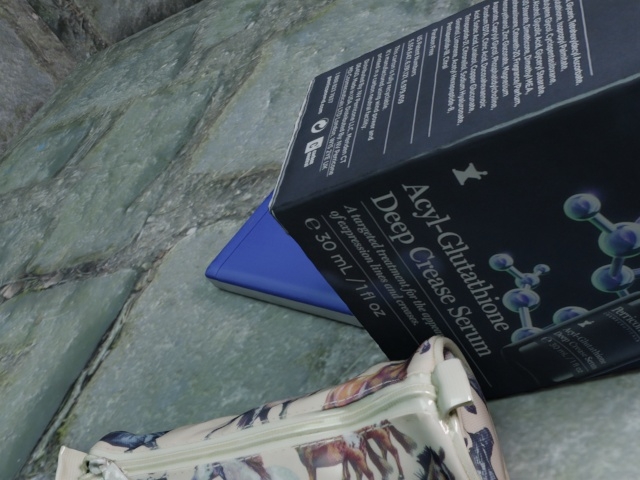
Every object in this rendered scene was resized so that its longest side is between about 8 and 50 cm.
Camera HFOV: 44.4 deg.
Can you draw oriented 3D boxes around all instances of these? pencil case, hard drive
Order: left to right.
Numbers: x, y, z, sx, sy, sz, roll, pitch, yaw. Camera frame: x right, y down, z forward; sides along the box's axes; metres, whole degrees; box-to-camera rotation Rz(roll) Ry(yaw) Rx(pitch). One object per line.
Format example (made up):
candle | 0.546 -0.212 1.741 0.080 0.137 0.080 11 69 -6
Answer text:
pencil case | -0.032 0.208 0.693 0.410 0.183 0.160 -21 52 23
hard drive | 0.000 0.000 1.064 0.318 0.040 0.210 9 53 49

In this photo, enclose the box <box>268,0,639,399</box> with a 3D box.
box | 0.210 -0.049 0.684 0.395 0.293 0.212 -19 36 28
